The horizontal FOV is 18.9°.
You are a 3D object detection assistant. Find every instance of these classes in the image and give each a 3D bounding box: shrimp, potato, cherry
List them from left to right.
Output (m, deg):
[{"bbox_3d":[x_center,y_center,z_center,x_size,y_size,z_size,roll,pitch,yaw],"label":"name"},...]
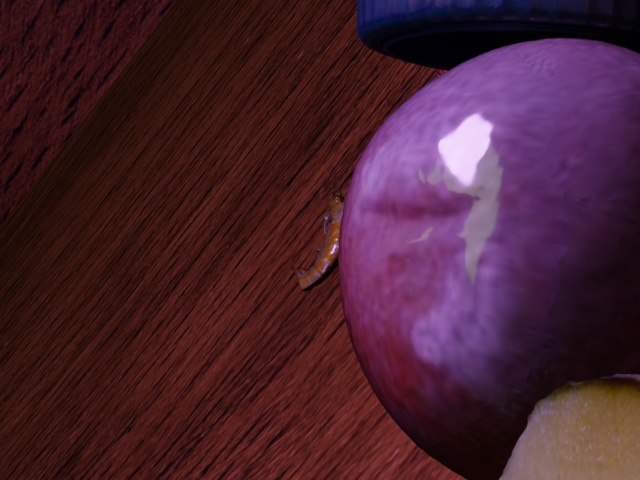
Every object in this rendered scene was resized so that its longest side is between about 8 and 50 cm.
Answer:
[{"bbox_3d":[0.000,0.000,1.838,0.083,0.023,0.114,-45,23,35],"label":"shrimp"},{"bbox_3d":[0.126,0.017,1.160,0.261,0.221,0.307,-34,44,47],"label":"cherry"},{"bbox_3d":[0.165,0.158,0.945,0.271,0.111,0.160,146,142,-74],"label":"potato"}]

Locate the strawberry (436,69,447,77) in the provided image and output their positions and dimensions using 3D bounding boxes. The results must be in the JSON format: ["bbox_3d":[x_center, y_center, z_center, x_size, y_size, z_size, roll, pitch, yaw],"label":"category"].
[{"bbox_3d":[0.142,-0.150,1.681,0.073,0.073,0.083,-32,14,50],"label":"strawberry"}]

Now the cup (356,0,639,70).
[{"bbox_3d":[0.172,-0.260,1.246,0.242,0.308,0.292,38,-124,-83],"label":"cup"}]
